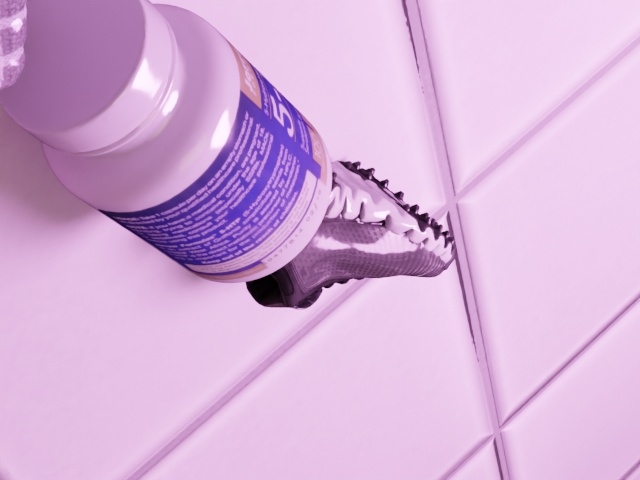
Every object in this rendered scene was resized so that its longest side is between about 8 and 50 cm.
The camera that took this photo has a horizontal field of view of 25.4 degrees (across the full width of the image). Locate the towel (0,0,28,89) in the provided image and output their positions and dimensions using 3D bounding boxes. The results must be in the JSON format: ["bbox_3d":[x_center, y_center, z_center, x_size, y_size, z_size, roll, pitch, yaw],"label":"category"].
[{"bbox_3d":[-0.220,-0.127,0.481,0.284,0.121,0.235,-26,142,-34],"label":"towel"}]

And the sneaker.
[{"bbox_3d":[0.000,0.000,0.933,0.106,0.078,0.234,-54,144,12],"label":"sneaker"}]

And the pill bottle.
[{"bbox_3d":[-0.079,-0.057,0.736,0.112,0.112,0.187,-50,149,0],"label":"pill bottle"}]
